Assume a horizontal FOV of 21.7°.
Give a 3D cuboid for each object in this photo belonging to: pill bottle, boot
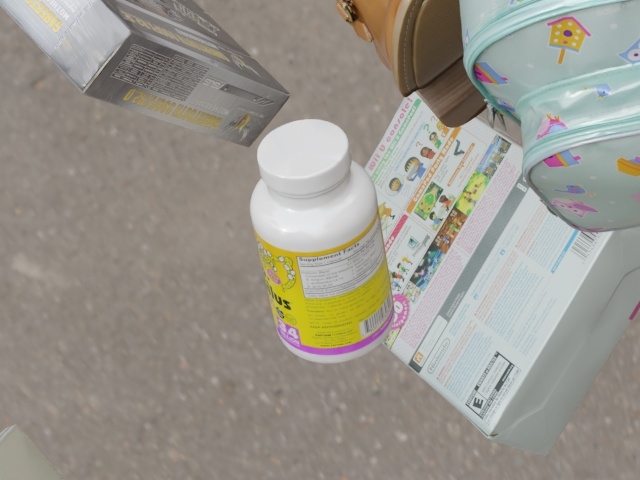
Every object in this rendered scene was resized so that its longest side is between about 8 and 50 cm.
[{"bbox_3d":[0.000,0.000,0.570,0.043,0.083,0.043,-6,42,5],"label":"pill bottle"},{"bbox_3d":[0.037,-0.157,1.017,0.073,0.197,0.152,-36,72,-3],"label":"boot"}]

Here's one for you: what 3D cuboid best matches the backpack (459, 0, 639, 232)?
[{"bbox_3d":[0.151,-0.090,0.769,0.166,0.188,0.144,-10,60,30],"label":"backpack"}]

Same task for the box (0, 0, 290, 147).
[{"bbox_3d":[-0.145,-0.160,1.201,0.183,0.231,0.056,46,104,22],"label":"box"}]

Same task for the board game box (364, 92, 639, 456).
[{"bbox_3d":[0.143,0.018,1.521,0.303,0.097,0.224,41,104,45],"label":"board game box"}]

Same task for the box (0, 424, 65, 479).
[{"bbox_3d":[-0.172,0.271,1.146,0.094,0.113,0.275,-38,94,20],"label":"box"}]
